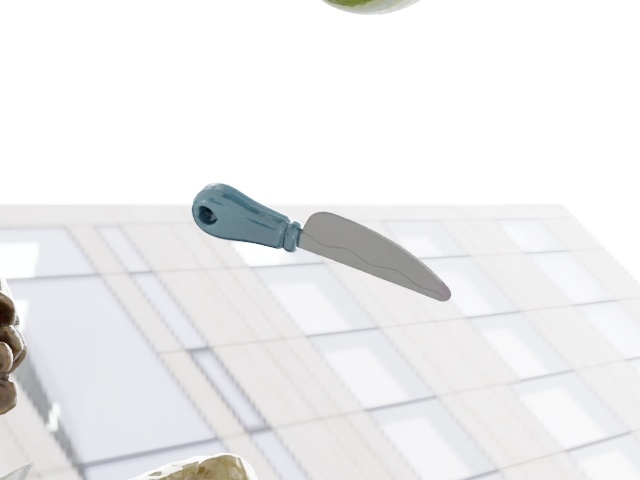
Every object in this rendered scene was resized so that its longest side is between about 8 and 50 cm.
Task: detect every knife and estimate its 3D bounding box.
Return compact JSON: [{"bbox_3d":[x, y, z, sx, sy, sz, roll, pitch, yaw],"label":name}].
[{"bbox_3d":[0.000,-0.002,1.163,0.244,0.032,0.058,16,-55,19],"label":"knife"}]

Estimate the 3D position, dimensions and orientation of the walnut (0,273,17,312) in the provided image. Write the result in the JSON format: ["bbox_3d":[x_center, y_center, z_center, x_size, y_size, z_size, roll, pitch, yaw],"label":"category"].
[{"bbox_3d":[-0.504,0.105,1.490,0.333,0.333,0.333,1,-88,39],"label":"walnut"}]

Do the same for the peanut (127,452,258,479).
[{"bbox_3d":[-0.217,0.389,1.510,0.387,0.192,0.169,-44,-150,-6],"label":"peanut"}]

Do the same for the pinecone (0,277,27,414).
[{"bbox_3d":[-0.294,0.081,0.927,0.212,0.185,0.169,-178,-103,-68],"label":"pinecone"}]

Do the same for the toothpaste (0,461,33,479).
[{"bbox_3d":[-0.513,0.379,1.769,0.058,0.314,0.056,5,-65,47],"label":"toothpaste"}]

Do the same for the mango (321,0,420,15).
[{"bbox_3d":[0.017,-0.273,1.053,0.143,0.293,0.175,2,-93,29],"label":"mango"}]
